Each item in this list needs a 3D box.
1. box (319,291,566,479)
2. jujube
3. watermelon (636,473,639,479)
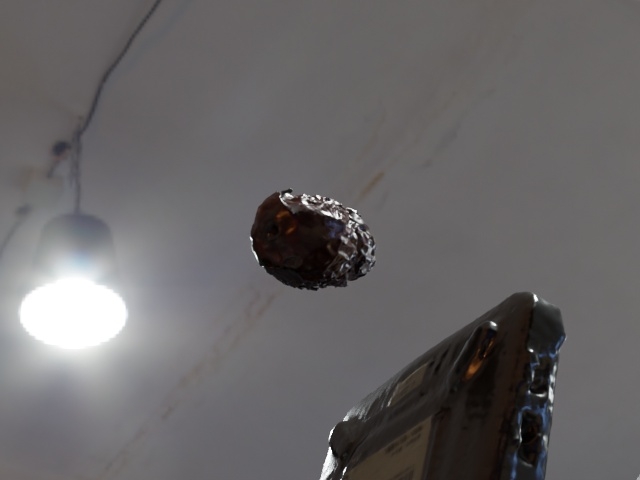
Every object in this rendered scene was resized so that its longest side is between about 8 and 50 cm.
[{"bbox_3d":[0.076,0.244,1.053,0.091,0.350,0.359,29,-41,-15],"label":"box"},{"bbox_3d":[0.001,0.004,1.177,0.104,0.104,0.166,-34,-26,28],"label":"jujube"},{"bbox_3d":[0.478,0.290,1.496,0.322,0.175,0.188,-44,-46,16],"label":"watermelon"}]
